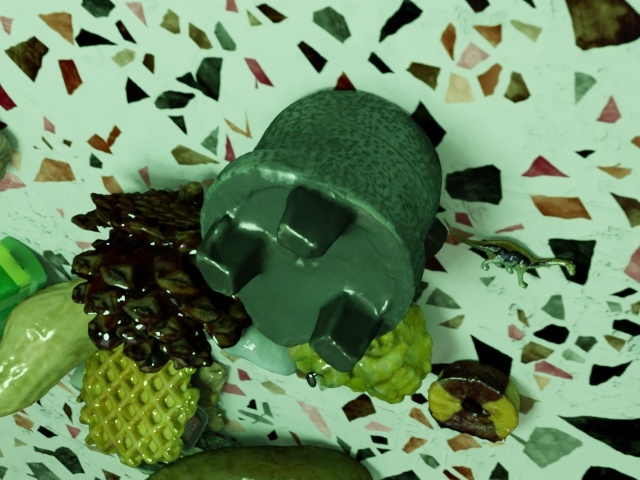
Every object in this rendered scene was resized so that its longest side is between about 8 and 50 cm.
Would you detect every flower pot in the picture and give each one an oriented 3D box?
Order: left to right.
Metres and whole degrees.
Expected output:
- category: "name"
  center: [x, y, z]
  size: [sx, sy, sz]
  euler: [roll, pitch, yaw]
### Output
- category: "flower pot"
  center: [0.000, 0.000, 1.325]
  size: [0.299, 0.282, 0.299]
  euler: [13, 132, 15]

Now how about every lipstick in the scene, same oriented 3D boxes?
- category: "lipstick"
  center: [-0.319, 0.279, 1.866]
  size: [0.253, 0.077, 0.079]
  euler: [19, 159, 29]

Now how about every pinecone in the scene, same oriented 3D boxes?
- category: "pinecone"
  center: [-0.225, 0.054, 1.523]
  size: [0.298, 0.242, 0.295]
  euler: [24, 132, 20]

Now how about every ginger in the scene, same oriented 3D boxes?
- category: "ginger"
  center: [-0.195, 0.261, 1.846]
  size: [0.070, 0.051, 0.173]
  euler: [18, 141, 12]

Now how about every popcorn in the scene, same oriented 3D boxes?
- category: "popcorn"
  center: [0.053, 0.140, 1.512]
  size: [0.189, 0.169, 0.218]
  euler: [-8, 121, 32]

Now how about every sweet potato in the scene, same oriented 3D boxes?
- category: "sweet potato"
  center: [-0.098, 0.400, 1.793]
  size: [0.423, 0.130, 0.130]
  euler: [7, 139, -16]

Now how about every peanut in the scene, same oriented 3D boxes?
- category: "peanut"
  center: [-0.460, 0.168, 1.746]
  size: [0.319, 0.147, 0.147]
  euler: [-37, 113, 0]

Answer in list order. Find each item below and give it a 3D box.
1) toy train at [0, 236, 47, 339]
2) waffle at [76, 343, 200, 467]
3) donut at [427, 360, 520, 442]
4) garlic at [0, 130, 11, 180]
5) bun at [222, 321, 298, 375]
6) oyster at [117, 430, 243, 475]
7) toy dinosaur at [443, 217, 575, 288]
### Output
- category: "toy train"
  center: [-0.577, 0.135, 1.816]
  size: [0.120, 0.202, 0.300]
  euler: [46, 140, 18]
- category: "waffle"
  center: [-0.305, 0.247, 1.785]
  size: [0.245, 0.052, 0.254]
  euler: [7, 89, 30]
- category: "donut"
  center: [0.228, 0.235, 1.591]
  size: [0.141, 0.059, 0.140]
  euler: [15, 135, 16]
- category: "garlic"
  center: [-0.542, -0.140, 1.611]
  size: [0.159, 0.102, 0.147]
  euler: [4, 134, -7]
- category: "bun"
  center: [-0.089, 0.152, 1.651]
  size: [0.141, 0.083, 0.141]
  euler: [19, 175, 2]
- category: "oyster"
  center: [-0.186, 0.406, 1.917]
  size: [0.351, 0.162, 0.158]
  euler: [13, 112, 3]
- category: "toy dinosaur"
  center: [0.240, 0.025, 1.408]
  size: [0.180, 0.037, 0.058]
  euler: [17, 112, 3]
